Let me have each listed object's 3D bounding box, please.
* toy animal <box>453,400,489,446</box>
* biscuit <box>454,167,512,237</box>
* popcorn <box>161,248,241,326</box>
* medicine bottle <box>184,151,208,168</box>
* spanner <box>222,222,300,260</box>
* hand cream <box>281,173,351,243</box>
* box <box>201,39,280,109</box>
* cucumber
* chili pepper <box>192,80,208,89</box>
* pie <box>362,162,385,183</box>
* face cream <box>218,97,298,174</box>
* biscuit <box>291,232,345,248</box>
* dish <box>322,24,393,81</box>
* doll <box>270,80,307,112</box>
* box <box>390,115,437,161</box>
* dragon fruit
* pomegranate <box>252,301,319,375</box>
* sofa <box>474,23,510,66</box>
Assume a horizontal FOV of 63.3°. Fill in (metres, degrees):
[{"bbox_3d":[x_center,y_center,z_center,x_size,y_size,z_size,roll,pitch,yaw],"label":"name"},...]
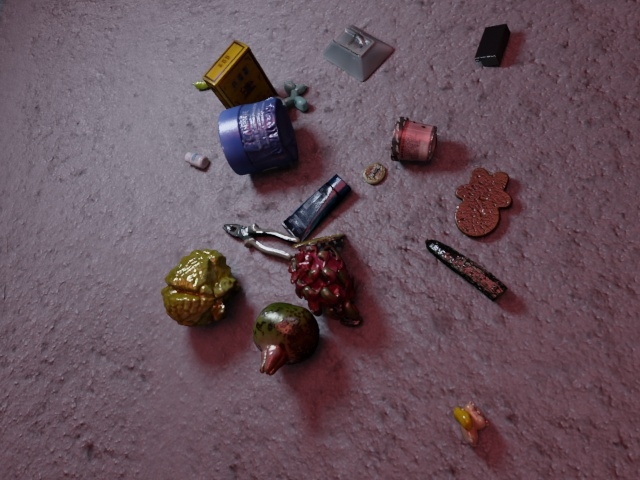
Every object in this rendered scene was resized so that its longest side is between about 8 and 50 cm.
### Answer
[{"bbox_3d":[0.416,0.493,1.407,0.082,0.091,0.114,-17,62,-3],"label":"toy animal"},{"bbox_3d":[0.510,-0.118,1.648,0.180,0.039,0.236,18,76,22],"label":"biscuit"},{"bbox_3d":[-0.405,0.164,1.755,0.258,0.224,0.270,-24,56,1],"label":"popcorn"},{"bbox_3d":[-0.495,-0.322,2.078,0.089,0.052,0.052,20,76,25],"label":"medicine bottle"},{"bbox_3d":[-0.221,-0.007,1.857,0.325,0.040,0.095,17,75,27],"label":"spanner"},{"bbox_3d":[-0.014,-0.114,1.825,0.270,0.061,0.120,-43,60,4],"label":"hand cream"},{"bbox_3d":[-0.294,-0.577,1.970,0.084,0.301,0.192,34,82,28],"label":"box"},{"bbox_3d":[0.431,0.076,1.583,0.293,0.067,0.067,40,86,29],"label":"cucumber"},{"bbox_3d":[-0.449,-0.688,2.223,0.208,0.043,0.049,-19,38,6],"label":"chili pepper"},{"bbox_3d":[0.188,-0.236,1.819,0.084,0.021,0.084,-7,67,17],"label":"pie"},{"bbox_3d":[-0.220,-0.380,1.894,0.225,0.249,0.248,-13,65,12],"label":"face cream"},{"bbox_3d":[0.000,-0.001,1.700,0.144,0.203,0.016,-10,93,14],"label":"biscuit"},{"bbox_3d":[0.133,-0.751,2.020,0.182,0.080,0.243,-47,63,-4],"label":"dish"},{"bbox_3d":[-0.114,-0.561,2.033,0.160,0.059,0.158,-22,61,-10],"label":"doll"},{"bbox_3d":[0.318,-0.334,1.747,0.135,0.151,0.151,11,72,15],"label":"box"},{"bbox_3d":[0.014,0.146,1.619,0.198,0.218,0.272,-9,64,-28],"label":"dragon fruit"},{"bbox_3d":[-0.116,0.307,1.582,0.214,0.214,0.247,4,38,21],"label":"pomegranate"},{"bbox_3d":[0.612,-0.689,1.845,0.085,0.060,0.147,8,71,40],"label":"sofa"}]
